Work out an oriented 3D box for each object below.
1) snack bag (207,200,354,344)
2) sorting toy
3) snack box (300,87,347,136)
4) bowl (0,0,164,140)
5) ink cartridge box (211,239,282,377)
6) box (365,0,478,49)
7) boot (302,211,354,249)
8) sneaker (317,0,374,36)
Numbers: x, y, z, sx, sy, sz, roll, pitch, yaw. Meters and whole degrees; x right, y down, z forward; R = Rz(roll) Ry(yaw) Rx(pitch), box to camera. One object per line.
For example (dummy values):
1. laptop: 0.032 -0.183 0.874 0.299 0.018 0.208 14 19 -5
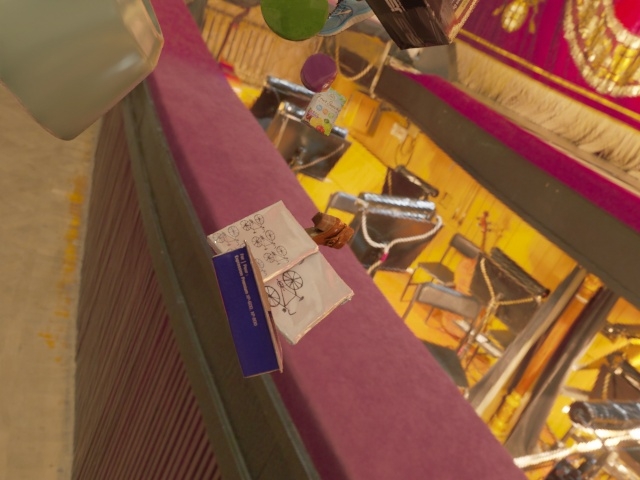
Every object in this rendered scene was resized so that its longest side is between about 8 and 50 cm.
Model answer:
1. snack bag: -0.088 0.073 1.435 0.343 0.037 0.323 52 37 5
2. sorting toy: -0.067 -0.453 1.072 0.127 0.366 0.126 -22 6 -11
3. snack box: 0.011 -0.426 1.820 0.100 0.141 0.037 30 -5 -21
4. bowl: -0.299 -0.295 0.666 0.163 0.312 0.312 -22 33 -3
5. ink cartridge box: -0.107 0.111 0.870 0.069 0.176 0.371 -15 -6 -8
6. box: 0.135 -0.468 0.601 0.318 0.395 0.097 41 -14 -35
7. boot: 0.000 0.000 1.784 0.152 0.197 0.073 24 38 -40
8. sneaker: 0.046 -0.521 1.265 0.073 0.162 0.063 60 5 -36
